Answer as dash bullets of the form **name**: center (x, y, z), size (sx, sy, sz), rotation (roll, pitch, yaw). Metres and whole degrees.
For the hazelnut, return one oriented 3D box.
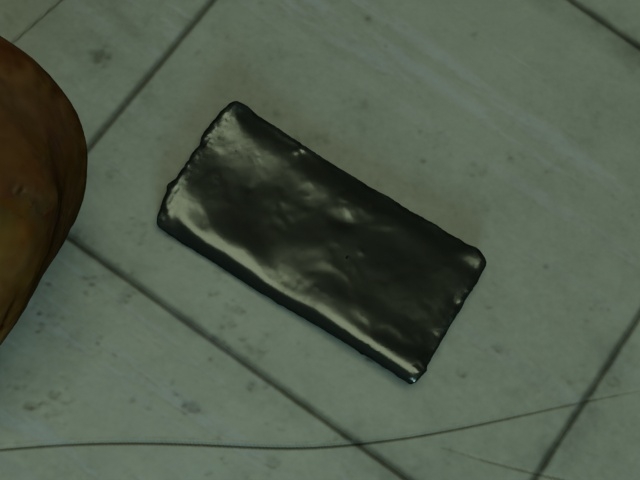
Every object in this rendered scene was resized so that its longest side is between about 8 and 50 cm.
- **hazelnut**: center (-0.368, -0.034, 1.349), size (0.372, 0.315, 0.372), rotation (-6, 45, 6)

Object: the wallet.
- **wallet**: center (0.000, 0.000, 1.534), size (0.285, 0.030, 0.146), rotation (32, 71, 4)
